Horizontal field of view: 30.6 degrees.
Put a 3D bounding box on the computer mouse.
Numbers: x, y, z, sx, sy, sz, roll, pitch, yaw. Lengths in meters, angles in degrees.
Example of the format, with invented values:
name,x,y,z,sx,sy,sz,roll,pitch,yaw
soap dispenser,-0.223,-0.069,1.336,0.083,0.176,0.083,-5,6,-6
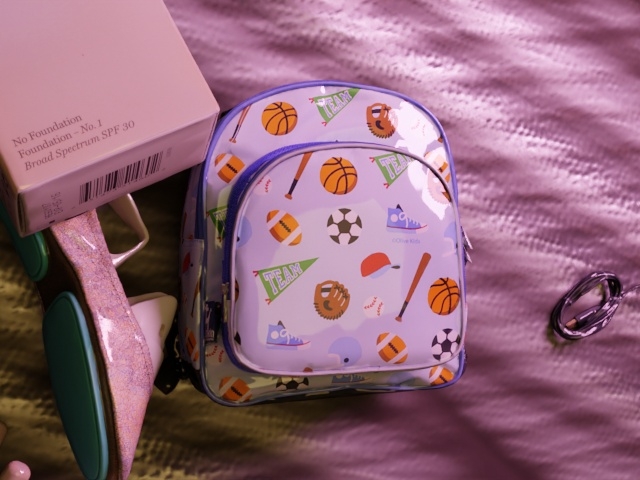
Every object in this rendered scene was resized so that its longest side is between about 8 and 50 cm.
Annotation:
name,x,y,z,sx,sy,sz,roll,pitch,yaw
computer mouse,0.340,0.042,1.191,0.242,0.041,0.071,-20,91,-12

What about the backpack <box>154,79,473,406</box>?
name,x,y,z,sx,sy,sz,roll,pitch,yaw
backpack,0.000,0.000,0.973,0.276,0.213,0.263,-2,83,-18

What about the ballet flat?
name,x,y,z,sx,sy,sz,roll,pitch,yaw
ballet flat,-0.175,0.033,0.923,0.106,0.107,0.316,-14,80,-33

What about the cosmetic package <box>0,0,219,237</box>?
name,x,y,z,sx,sy,sz,roll,pitch,yaw
cosmetic package,-0.216,-0.178,0.867,0.160,0.113,0.309,-26,81,-18

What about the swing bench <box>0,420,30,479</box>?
name,x,y,z,sx,sy,sz,roll,pitch,yaw
swing bench,-0.206,0.320,0.925,0.253,0.165,0.255,31,82,-20
